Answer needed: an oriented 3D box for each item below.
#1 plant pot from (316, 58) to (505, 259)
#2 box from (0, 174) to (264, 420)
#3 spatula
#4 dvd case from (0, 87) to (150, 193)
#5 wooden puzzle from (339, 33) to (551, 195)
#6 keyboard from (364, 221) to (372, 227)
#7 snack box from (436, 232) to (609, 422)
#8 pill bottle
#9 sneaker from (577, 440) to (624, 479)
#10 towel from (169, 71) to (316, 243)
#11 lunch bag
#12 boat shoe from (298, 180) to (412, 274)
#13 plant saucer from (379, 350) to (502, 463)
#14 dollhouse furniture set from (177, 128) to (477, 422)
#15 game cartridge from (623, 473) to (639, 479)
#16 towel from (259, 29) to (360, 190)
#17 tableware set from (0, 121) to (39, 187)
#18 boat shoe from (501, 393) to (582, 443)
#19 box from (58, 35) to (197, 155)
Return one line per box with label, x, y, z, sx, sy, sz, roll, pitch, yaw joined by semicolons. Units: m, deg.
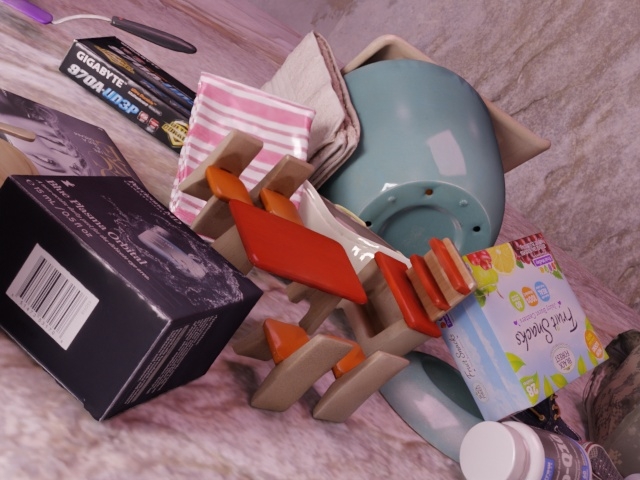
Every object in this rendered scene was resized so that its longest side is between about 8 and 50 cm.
plant pot;0.117;-0.062;1.187;0.293;0.293;0.235;30;28;-23
box;-0.150;0.032;0.645;0.156;0.093;0.158;40;14;12
spatula;-0.319;-0.307;1.234;0.296;0.030;0.084;11;20;-14
dvd case;-0.252;-0.081;0.898;0.164;0.018;0.221;20;22;-47
wooden puzzle;0.129;-0.140;1.376;0.348;0.322;0.080;26;55;-25
keyboard;0.001;-0.097;1.488;0.317;0.033;0.201;35;19;-8
snack box;0.222;0.093;0.995;0.207;0.070;0.174;-12;72;-48
pill bottle;0.206;0.225;0.881;0.137;0.078;0.078;23;20;-40
sneaker;0.338;0.304;0.874;0.121;0.112;0.299;29;16;-25
towel;-0.083;-0.085;0.975;0.144;0.197;0.029;16;-21;-18
lunch bag;0.519;0.269;1.274;0.235;0.169;0.287;37;20;2
boat shoe;-0.003;0.004;1.041;0.305;0.109;0.091;34;-1;8
plant saucer;0.141;0.176;0.968;0.195;0.037;0.195;34;16;-11
dollhouse furniture set;0.017;0.027;0.841;0.259;0.135;0.262;22;33;-44
game cartridge;0.501;0.410;1.035;0.297;0.062;0.198;34;11;-11
towel;-0.041;-0.154;1.183;0.049;0.187;0.282;32;26;-32
tableware set;-0.314;-0.063;0.674;0.194;0.039;0.128;18;35;-35
boat shoe;0.273;0.203;1.085;0.183;0.083;0.065;31;16;-19
box;-0.236;-0.201;1.228;0.220;0.051;0.175;35;15;-4
